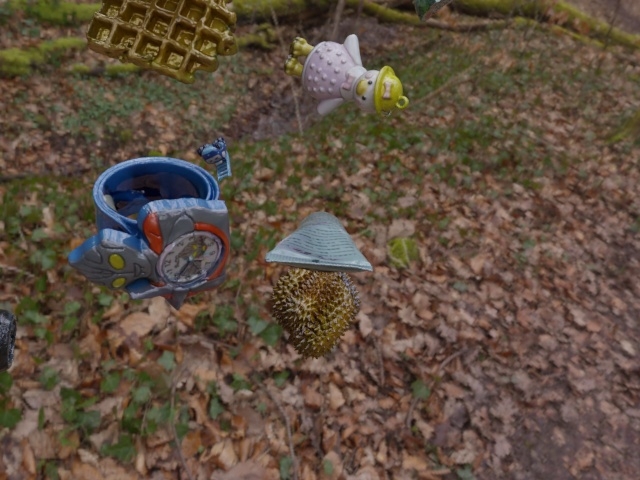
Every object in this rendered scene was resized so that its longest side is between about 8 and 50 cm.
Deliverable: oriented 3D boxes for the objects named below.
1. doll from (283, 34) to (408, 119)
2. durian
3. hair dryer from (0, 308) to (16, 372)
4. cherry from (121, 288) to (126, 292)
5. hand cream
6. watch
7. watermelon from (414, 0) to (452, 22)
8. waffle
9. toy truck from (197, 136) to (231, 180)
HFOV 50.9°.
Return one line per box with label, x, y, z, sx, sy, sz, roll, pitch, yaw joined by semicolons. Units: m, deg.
doll;0.040;-0.239;1.002;0.207;0.129;0.081;28;14;21
durian;-0.012;0.113;1.175;0.158;0.137;0.168;36;82;18
hair dryer;-0.540;0.230;0.928;0.189;0.107;0.352;4;38;-18
cherry;-0.438;0.054;1.666;0.176;0.176;0.140;41;-2;24
hand cream;0.000;0.000;0.684;0.085;0.058;0.331;9;3;-1
watch;-0.341;-0.026;1.294;0.305;0.241;0.274;-10;43;-27
watermelon;0.167;-0.363;0.982;0.061;0.085;0.085;4;38;-3
waffle;-0.220;-0.362;1.045;0.219;0.229;0.057;22;-4;2
toy truck;-0.231;-0.183;1.525;0.090;0.056;0.073;64;17;-13
